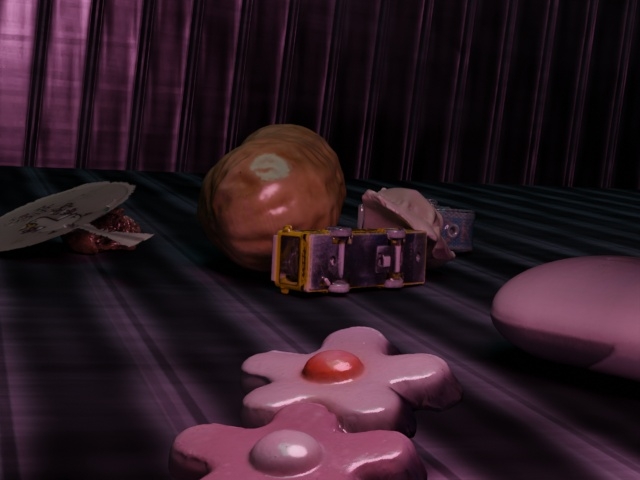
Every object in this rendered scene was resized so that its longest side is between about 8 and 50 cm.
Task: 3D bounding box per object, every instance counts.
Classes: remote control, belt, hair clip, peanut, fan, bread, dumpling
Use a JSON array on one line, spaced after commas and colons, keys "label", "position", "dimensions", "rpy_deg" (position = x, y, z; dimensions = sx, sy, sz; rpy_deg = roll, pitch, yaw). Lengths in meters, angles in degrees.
[{"label": "remote control", "position": [0.302, 0.071, 1.095], "dimensions": [0.221, 0.103, 0.332], "rpy_deg": [-4, 10, -39]}, {"label": "belt", "position": [0.157, -0.024, 1.946], "dimensions": [0.163, 0.082, 0.147], "rpy_deg": [1, 3, -25]}, {"label": "hair clip", "position": [-0.002, 0.116, 0.738], "dimensions": [0.146, 0.075, 0.257], "rpy_deg": [10, 13, 14]}, {"label": "peanut", "position": [-0.063, -0.059, 1.667], "dimensions": [0.192, 0.169, 0.387], "rpy_deg": [-25, 9, 10]}, {"label": "fan", "position": [-0.318, -0.018, 1.606], "dimensions": [0.233, 0.012, 0.414], "rpy_deg": [-28, 21, -24]}, {"label": "bread", "position": [-0.307, -0.015, 1.712], "dimensions": [0.082, 0.060, 0.113], "rpy_deg": [10, 10, 27]}, {"label": "dumpling", "position": [0.120, -0.012, 1.672], "dimensions": [0.127, 0.108, 0.188], "rpy_deg": [19, -21, 22]}]

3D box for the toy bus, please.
[{"label": "toy bus", "position": [0.043, 0.019, 1.508], "dimensions": [0.074, 0.081, 0.226], "rpy_deg": [8, 8, 41]}]
